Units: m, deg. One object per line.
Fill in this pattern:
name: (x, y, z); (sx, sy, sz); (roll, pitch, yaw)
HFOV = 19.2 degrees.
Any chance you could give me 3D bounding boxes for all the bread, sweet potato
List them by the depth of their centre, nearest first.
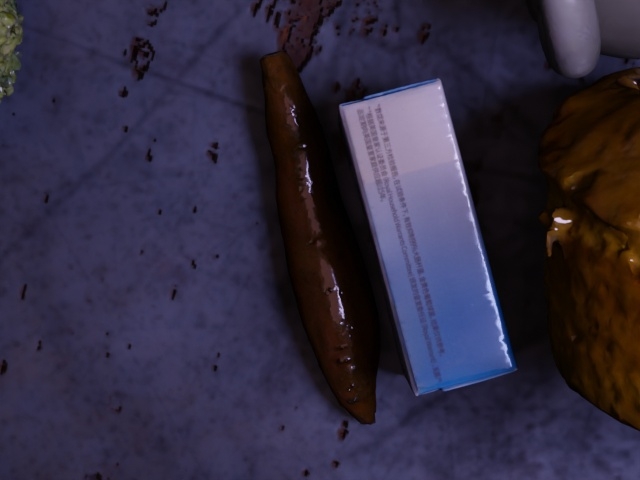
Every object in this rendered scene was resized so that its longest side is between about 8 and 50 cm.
bread: (0.301, 0.012, 1.156); (0.337, 0.358, 0.204); (24, 114, 29)
sweet potato: (-0.001, 0.000, 1.299); (0.057, 0.057, 0.264); (-16, 91, 2)

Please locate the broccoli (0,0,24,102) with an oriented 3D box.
broccoli: (-0.299, -0.123, 1.249); (0.198, 0.176, 0.226); (29, 79, -1)

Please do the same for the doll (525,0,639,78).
doll: (0.277, -0.235, 1.203); (0.370, 0.215, 0.226); (-18, 58, -7)

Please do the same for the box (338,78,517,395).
box: (0.068, -0.003, 1.254); (0.073, 0.139, 0.194); (-15, 91, 1)
